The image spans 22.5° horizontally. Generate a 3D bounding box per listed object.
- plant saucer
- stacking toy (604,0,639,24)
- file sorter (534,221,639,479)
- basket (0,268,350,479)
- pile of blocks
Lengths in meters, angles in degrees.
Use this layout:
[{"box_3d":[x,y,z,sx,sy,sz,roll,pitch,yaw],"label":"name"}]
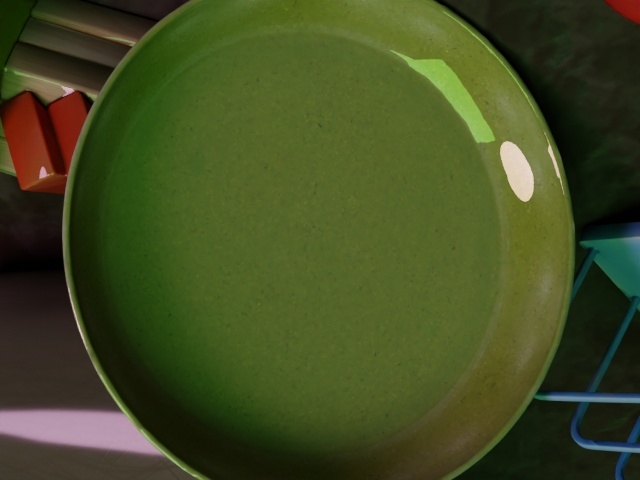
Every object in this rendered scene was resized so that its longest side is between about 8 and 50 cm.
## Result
[{"box_3d":[0.000,0.000,0.717,0.241,0.241,0.037,32,165,-17],"label":"plant saucer"},{"box_3d":[0.059,-0.157,0.556,0.141,0.141,0.330,-30,145,31],"label":"stacking toy"},{"box_3d":[0.198,0.082,0.775,0.170,0.104,0.118,44,153,-26],"label":"file sorter"},{"box_3d":[-0.087,0.093,0.837,0.227,0.154,0.204,5,109,13],"label":"basket"},{"box_3d":[-0.215,-0.100,0.716,0.362,0.112,0.149,36,128,-19],"label":"pile of blocks"}]
